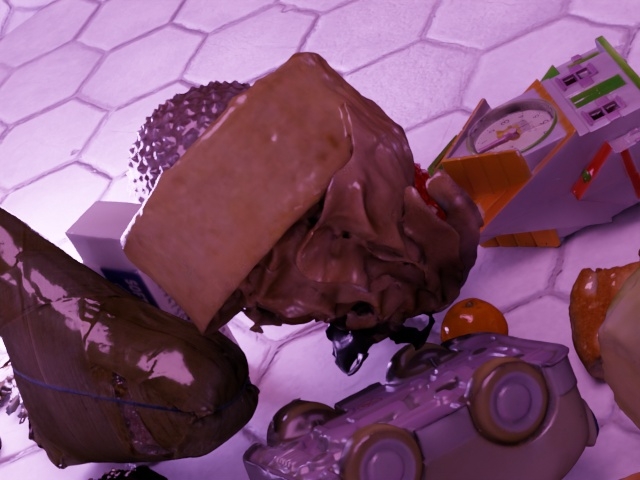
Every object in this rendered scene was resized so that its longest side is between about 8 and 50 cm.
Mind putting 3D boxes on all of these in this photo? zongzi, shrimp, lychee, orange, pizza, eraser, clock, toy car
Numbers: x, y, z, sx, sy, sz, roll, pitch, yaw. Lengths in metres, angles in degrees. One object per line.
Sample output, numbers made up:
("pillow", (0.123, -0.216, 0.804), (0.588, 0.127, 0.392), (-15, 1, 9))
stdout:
("zongzi", (-0.268, 0.096, 1.842), (0.356, 0.393, 0.174), (-8, 17, 43))
("shrimp", (-0.435, 0.237, 2.123), (0.173, 0.058, 0.253), (-33, 29, 7))
("lychee", (-0.129, -0.082, 2.124), (0.300, 0.300, 0.300), (-19, 34, 13))
("orange", (0.188, 0.110, 1.815), (0.083, 0.084, 0.083), (-19, 34, 13))
("pizza", (0.377, 0.070, 1.725), (0.194, 0.069, 0.154), (-32, 31, 24))
("eraser", (-0.216, 0.075, 1.970), (0.124, 0.279, 0.081), (7, 45, 42))
("clock", (0.292, -0.109, 1.958), (0.309, 0.166, 0.235), (-27, 33, 4))
("toy car", (0.114, 0.251, 1.587), (0.336, 0.226, 0.242), (-23, 11, -22))

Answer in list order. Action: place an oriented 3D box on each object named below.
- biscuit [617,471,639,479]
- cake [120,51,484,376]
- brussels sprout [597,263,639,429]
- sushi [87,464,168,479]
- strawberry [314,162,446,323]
("biscuit", (0.313, 0.299, 1.508), (0.249, 0.030, 0.160), (-24, 33, 7))
("cake", (-0.004, 0.003, 1.619), (0.332, 0.321, 0.332), (-47, -4, -5))
("brussels sprout", (0.464, 0.061, 1.487), (0.371, 0.276, 0.314), (-41, 45, -18))
("sushi", (-0.254, 0.336, 1.821), (0.150, 0.091, 0.078), (-25, 29, 8))
("strawberry", (0.040, -0.024, 1.907), (0.261, 0.261, 0.258), (-18, 50, 15))
